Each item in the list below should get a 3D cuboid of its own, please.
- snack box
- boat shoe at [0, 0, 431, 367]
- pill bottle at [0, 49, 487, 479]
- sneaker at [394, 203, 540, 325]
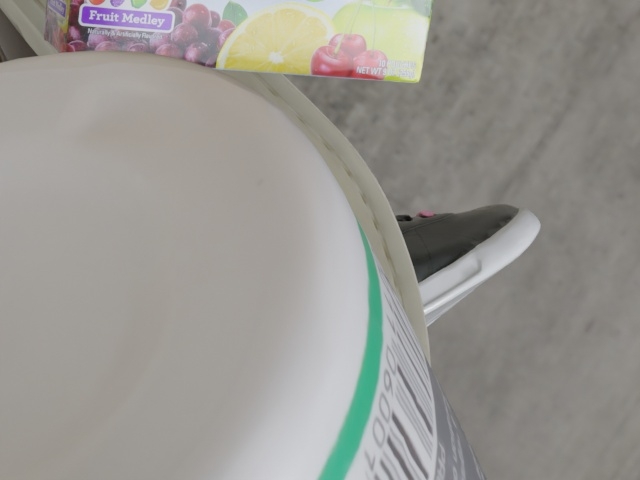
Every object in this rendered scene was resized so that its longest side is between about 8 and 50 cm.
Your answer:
[{"bbox_3d":[-0.025,-0.114,0.632,0.141,0.037,0.100,1,106,-23],"label":"snack box"},{"bbox_3d":[-0.060,-0.028,0.789,0.116,0.324,0.097,-29,167,-21],"label":"boat shoe"},{"bbox_3d":[-0.033,0.129,0.550,0.204,0.204,0.361,-47,139,-18],"label":"pill bottle"},{"bbox_3d":[0.000,0.000,0.984,0.295,0.147,0.104,-26,167,-38],"label":"sneaker"}]
